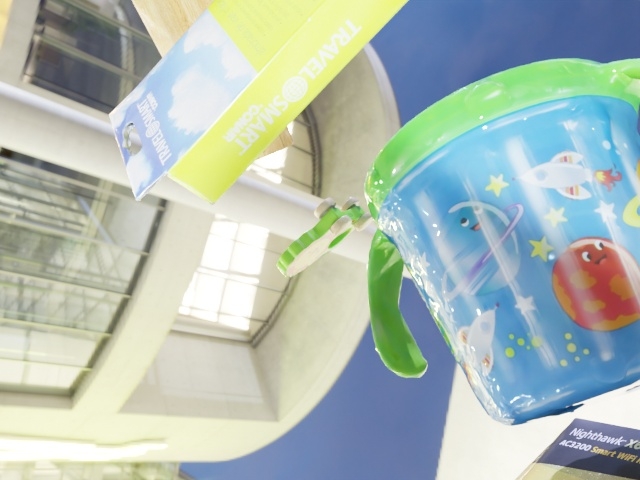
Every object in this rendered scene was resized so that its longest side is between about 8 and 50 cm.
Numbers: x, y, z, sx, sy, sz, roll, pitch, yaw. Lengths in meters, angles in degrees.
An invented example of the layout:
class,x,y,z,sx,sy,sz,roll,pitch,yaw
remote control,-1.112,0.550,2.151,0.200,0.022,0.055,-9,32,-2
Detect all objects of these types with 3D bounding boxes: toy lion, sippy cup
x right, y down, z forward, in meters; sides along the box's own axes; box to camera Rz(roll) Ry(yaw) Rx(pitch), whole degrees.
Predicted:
class,x,y,z,sx,sy,sz,roll,pitch,yaw
toy lion,0.000,0.000,0.653,0.034,0.100,0.096,48,-68,14
sippy cup,0.176,0.019,0.506,0.305,0.239,0.224,102,-26,-64

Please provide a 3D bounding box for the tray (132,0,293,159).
class,x,y,z,sx,sy,sz,roll,pitch,yaw
tray,-0.122,-0.256,0.430,0.076,0.411,0.203,-22,-124,0

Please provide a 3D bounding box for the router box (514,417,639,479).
class,x,y,z,sx,sy,sz,roll,pitch,yaw
router box,0.221,0.240,0.409,0.081,0.242,0.309,58,-22,-6

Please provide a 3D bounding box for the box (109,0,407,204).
class,x,y,z,sx,sy,sz,roll,pitch,yaw
box,-0.044,-0.104,0.369,0.178,0.042,0.109,-44,-137,10
